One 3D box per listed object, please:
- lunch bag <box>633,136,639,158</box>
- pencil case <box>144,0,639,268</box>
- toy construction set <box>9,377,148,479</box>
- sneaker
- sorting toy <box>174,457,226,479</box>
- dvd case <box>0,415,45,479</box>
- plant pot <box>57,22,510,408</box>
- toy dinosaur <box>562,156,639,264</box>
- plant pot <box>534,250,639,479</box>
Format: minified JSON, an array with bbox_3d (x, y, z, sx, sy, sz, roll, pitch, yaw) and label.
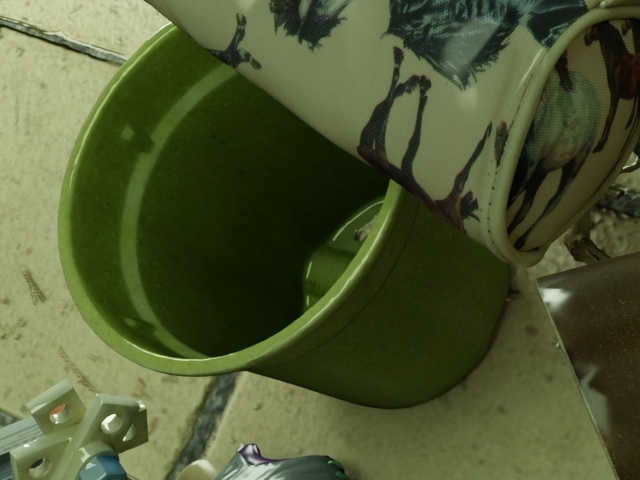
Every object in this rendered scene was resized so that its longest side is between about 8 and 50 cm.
[{"bbox_3d":[0.274,-0.201,1.235,0.256,0.305,0.212,-52,28,-11],"label":"lunch bag"},{"bbox_3d":[0.022,-0.161,1.168,0.410,0.160,0.183,37,103,32],"label":"pencil case"},{"bbox_3d":[-0.129,0.260,1.314,0.151,0.215,0.328,-34,49,12],"label":"toy construction set"},{"bbox_3d":[0.019,0.190,1.392,0.223,0.083,0.098,10,43,22],"label":"sneaker"},{"bbox_3d":[-0.068,0.330,1.412,0.229,0.041,0.307,-48,52,1],"label":"sorting toy"},{"bbox_3d":[-0.280,0.262,1.551,0.179,0.029,0.239,-22,45,24],"label":"dvd case"},{"bbox_3d":[0.000,0.000,1.373,0.276,0.254,0.276,-13,62,27],"label":"plant pot"},{"bbox_3d":[0.171,-0.065,1.417,0.092,0.053,0.183,-38,54,15],"label":"toy dinosaur"},{"bbox_3d":[0.280,0.079,1.206,0.230,0.215,0.215,-23,57,5],"label":"plant pot"}]
